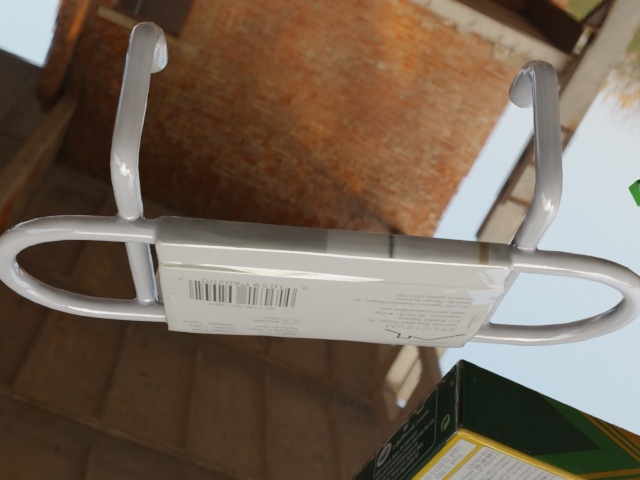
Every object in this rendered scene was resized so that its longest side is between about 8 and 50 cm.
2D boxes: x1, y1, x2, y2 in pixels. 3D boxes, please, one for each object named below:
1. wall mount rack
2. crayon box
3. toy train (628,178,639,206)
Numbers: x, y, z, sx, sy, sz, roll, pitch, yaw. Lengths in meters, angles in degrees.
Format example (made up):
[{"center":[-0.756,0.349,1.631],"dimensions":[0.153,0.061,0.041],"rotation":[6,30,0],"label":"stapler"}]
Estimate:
[{"center":[0.000,0.000,0.584],"dimensions":[0.350,0.304,0.130],"rotation":[5,-116,-3],"label":"wall mount rack"},{"center":[0.210,0.248,0.860],"dimensions":[0.323,0.203,0.083],"rotation":[25,-140,-11],"label":"crayon box"},{"center":[0.199,-0.036,0.503],"dimensions":[0.083,0.024,0.017],"rotation":[-17,-106,-15],"label":"toy train"}]
